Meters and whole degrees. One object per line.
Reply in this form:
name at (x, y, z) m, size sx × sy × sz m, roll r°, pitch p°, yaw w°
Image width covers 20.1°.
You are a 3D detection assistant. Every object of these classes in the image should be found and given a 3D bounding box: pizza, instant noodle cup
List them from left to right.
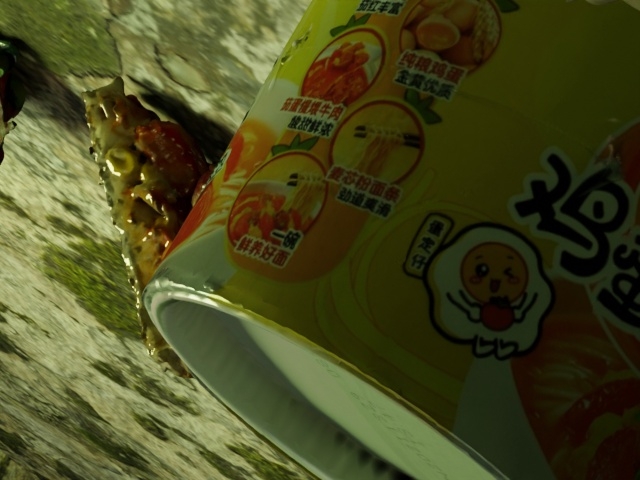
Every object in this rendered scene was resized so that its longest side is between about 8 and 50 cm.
pizza at (-0.080, -0.012, 1.097) m, size 0.193 × 0.053 × 0.201 m, roll 58°, pitch -159°, yaw -16°
instant noodle cup at (0.067, 0.001, 0.692) m, size 0.264 × 0.200 × 0.264 m, roll 33°, pitch 163°, yaw 11°

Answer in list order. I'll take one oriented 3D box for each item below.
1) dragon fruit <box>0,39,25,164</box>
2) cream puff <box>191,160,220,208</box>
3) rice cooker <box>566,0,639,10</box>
dragon fruit at (-0.274, -0.097, 1.233) m, size 0.175 × 0.142 × 0.138 m, roll -138°, pitch 40°, yaw -72°
cream puff at (0.000, 0.000, 1.009) m, size 0.149 × 0.084 × 0.149 m, roll 30°, pitch 157°, yaw 14°
rice cooker at (0.122, -0.118, 0.401) m, size 0.145 × 0.127 × 0.206 m, roll 43°, pitch 153°, yaw -23°
